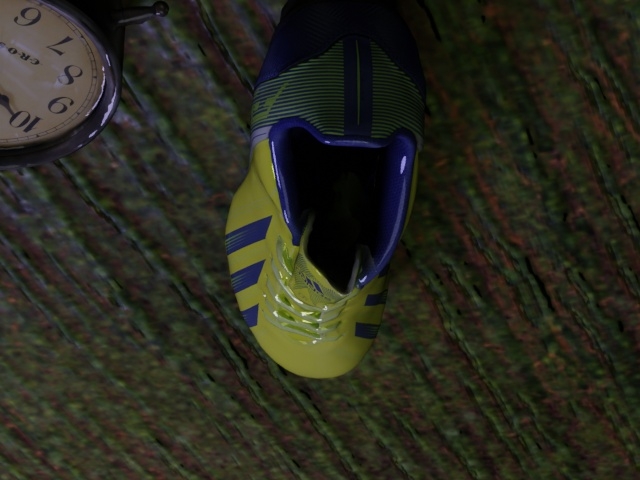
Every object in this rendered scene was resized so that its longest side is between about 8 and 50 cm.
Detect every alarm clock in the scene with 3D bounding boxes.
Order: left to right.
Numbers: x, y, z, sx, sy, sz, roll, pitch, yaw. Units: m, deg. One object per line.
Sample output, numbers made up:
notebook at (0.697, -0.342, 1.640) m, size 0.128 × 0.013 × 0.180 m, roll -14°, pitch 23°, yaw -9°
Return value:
alarm clock at (-0.170, -0.085, 0.857) m, size 0.129 × 0.064 × 0.192 m, roll 26°, pitch 130°, yaw -31°

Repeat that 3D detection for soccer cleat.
soccer cleat at (-0.001, 0.000, 0.925) m, size 0.093 × 0.121 × 0.289 m, roll 1°, pitch 142°, yaw -5°
